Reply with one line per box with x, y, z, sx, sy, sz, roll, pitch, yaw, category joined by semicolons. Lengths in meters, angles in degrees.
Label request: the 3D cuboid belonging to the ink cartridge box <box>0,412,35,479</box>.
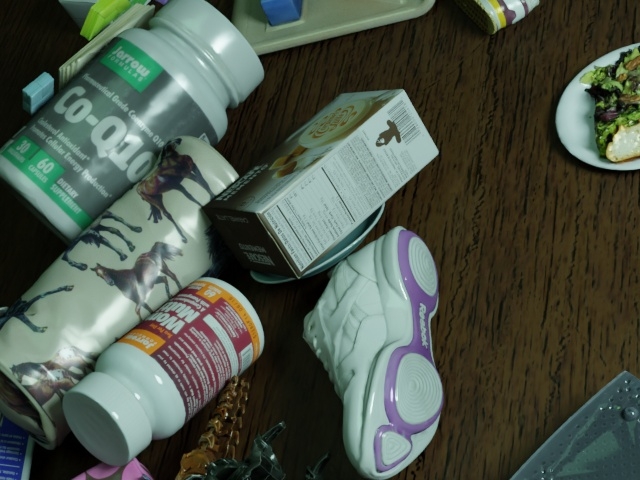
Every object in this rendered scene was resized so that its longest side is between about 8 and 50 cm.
-0.428;0.254;1.345;0.165;0.065;0.333;11;47;-12;ink cartridge box

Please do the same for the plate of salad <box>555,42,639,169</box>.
0.368;-0.165;1.298;0.199;0.048;0.200;-17;47;19;plate of salad

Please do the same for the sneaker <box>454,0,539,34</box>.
0.227;-0.352;1.531;0.083;0.070;0.185;-26;51;-3;sneaker

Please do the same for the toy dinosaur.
-0.104;0.284;1.139;0.218;0.164;0.322;-26;65;32;toy dinosaur

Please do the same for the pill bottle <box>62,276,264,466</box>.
-0.173;0.145;1.253;0.121;0.121;0.221;11;36;37;pill bottle

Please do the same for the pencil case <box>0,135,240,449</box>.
-0.252;0.049;1.368;0.183;0.160;0.410;31;63;22;pencil case

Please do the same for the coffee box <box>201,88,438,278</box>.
0.001;-0.072;1.343;0.246;0.098;0.141;-41;23;-22;coffee box

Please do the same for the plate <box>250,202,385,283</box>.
0.000;0.000;1.359;0.188;0.024;0.188;-27;22;12;plate

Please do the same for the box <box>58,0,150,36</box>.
-0.365;-0.410;1.903;0.102;0.087;0.101;13;61;37;box

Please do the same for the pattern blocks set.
-0.312;-0.260;1.644;0.026;0.285;0.325;37;69;8;pattern blocks set

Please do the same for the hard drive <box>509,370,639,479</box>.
0.252;0.255;1.009;0.254;0.054;0.172;-44;45;-9;hard drive

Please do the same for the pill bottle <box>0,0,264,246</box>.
-0.260;-0.160;1.550;0.361;0.204;0.204;-48;46;-12;pill bottle

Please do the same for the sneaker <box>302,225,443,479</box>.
0.051;0.130;1.213;0.152;0.114;0.305;-22;39;30;sneaker

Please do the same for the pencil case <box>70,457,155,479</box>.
-0.271;0.314;1.213;0.209;0.095;0.098;-28;71;-13;pencil case

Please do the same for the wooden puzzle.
0.008;-0.432;1.709;0.347;0.080;0.322;-14;49;21;wooden puzzle
